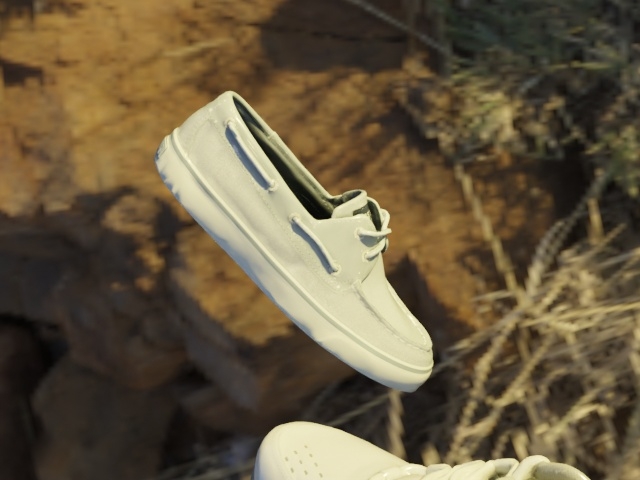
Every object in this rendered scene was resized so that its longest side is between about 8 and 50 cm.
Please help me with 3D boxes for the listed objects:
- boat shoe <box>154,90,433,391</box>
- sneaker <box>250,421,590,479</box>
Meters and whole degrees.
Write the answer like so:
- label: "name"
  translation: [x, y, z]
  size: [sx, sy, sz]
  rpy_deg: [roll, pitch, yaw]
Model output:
- label: "boat shoe"
  translation: [0.000, -0.001, 1.217]
  size: [0.227, 0.079, 0.081]
  rpy_deg: [44, 108, -8]
- label: "sneaker"
  translation: [0.086, 0.151, 0.934]
  size: [0.297, 0.111, 0.129]
  rpy_deg: [26, 128, 33]
